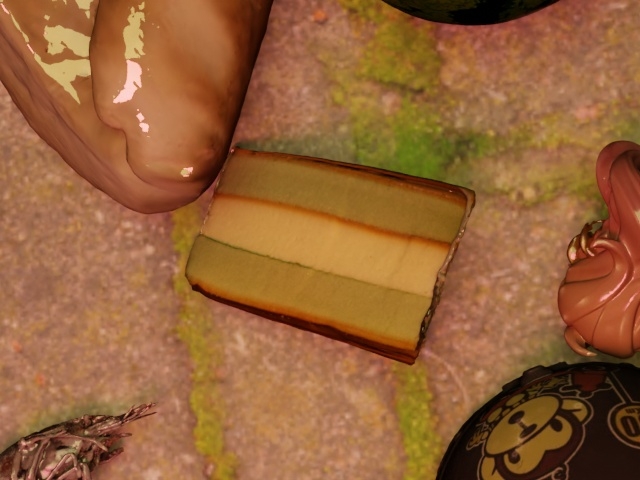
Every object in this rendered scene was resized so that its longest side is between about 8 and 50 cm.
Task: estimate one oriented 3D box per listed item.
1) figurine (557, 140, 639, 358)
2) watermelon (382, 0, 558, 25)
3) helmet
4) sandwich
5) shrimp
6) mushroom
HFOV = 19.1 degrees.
[{"bbox_3d":[0.211,0.005,1.238,0.157,0.114,0.126,-41,64,1],"label":"figurine"},{"bbox_3d":[0.103,-0.272,1.222,0.269,0.269,0.269,-1,81,7],"label":"watermelon"},{"bbox_3d":[0.187,0.207,1.188,0.231,0.160,0.278,-24,79,1],"label":"helmet"},{"bbox_3d":[0.000,0.000,1.250,0.187,0.144,0.117,19,82,9],"label":"sandwich"},{"bbox_3d":[-0.179,0.157,1.292,0.165,0.056,0.065,-31,63,11],"label":"shrimp"},{"bbox_3d":[-0.123,-0.231,1.287,0.314,0.224,0.397,-31,86,-13],"label":"mushroom"}]
